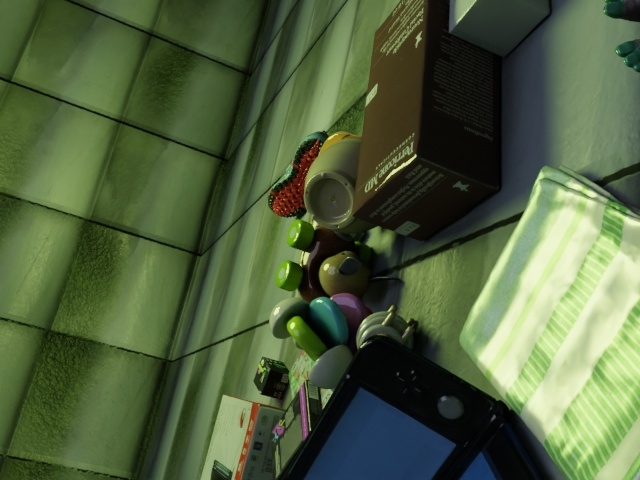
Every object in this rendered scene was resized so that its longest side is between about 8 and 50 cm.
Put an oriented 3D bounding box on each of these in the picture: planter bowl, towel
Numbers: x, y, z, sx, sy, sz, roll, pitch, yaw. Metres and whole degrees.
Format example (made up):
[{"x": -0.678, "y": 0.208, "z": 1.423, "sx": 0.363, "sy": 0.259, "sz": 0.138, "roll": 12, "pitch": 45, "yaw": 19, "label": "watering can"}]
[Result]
[{"x": 0.039, "y": -0.079, "z": 1.055, "sx": 0.109, "sy": 0.162, "sz": 0.162, "roll": -36, "pitch": -20, "yaw": -57, "label": "planter bowl"}, {"x": 0.249, "y": 0.077, "z": 0.613, "sx": 0.325, "sy": 0.038, "sz": 0.247, "roll": -120, "pitch": 50, "yaw": -66, "label": "towel"}]

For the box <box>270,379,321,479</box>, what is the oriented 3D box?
[{"x": -0.045, "y": 0.343, "z": 1.139, "sx": 0.162, "sy": 0.029, "sz": 0.116, "roll": -59, "pitch": 22, "yaw": 29, "label": "box"}]

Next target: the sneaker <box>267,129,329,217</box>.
[{"x": -0.041, "y": -0.168, "z": 1.635, "sx": 0.262, "sy": 0.104, "sz": 0.125, "roll": -53, "pitch": 8, "yaw": 34, "label": "sneaker"}]

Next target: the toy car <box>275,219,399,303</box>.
[{"x": 0.041, "y": 0.043, "z": 1.082, "sx": 0.188, "sy": 0.155, "sz": 0.148, "roll": -5, "pitch": 68, "yaw": 60, "label": "toy car"}]

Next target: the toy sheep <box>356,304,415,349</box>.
[{"x": 0.094, "y": 0.142, "z": 0.927, "sx": 0.132, "sy": 0.091, "sz": 0.091, "roll": -7, "pitch": -62, "yaw": -78, "label": "toy sheep"}]

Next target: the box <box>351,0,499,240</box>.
[{"x": 0.164, "y": -0.214, "z": 0.986, "sx": 0.191, "sy": 0.143, "sz": 0.381, "roll": 138, "pitch": 145, "yaw": -55, "label": "box"}]

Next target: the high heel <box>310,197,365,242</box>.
[{"x": -0.010, "y": -0.007, "z": 1.337, "sx": 0.186, "sy": 0.093, "sz": 0.261, "roll": -58, "pitch": 31, "yaw": 19, "label": "high heel"}]

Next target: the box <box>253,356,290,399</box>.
[{"x": -0.105, "y": 0.297, "z": 1.392, "sx": 0.062, "sy": 0.052, "sz": 0.083, "roll": -70, "pitch": 20, "yaw": 2, "label": "box"}]

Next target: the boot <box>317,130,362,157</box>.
[{"x": 0.064, "y": -0.114, "z": 1.226, "sx": 0.295, "sy": 0.104, "sz": 0.211, "roll": -37, "pitch": 38, "yaw": 53, "label": "boot"}]

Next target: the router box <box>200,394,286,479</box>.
[{"x": -0.176, "y": 0.506, "z": 1.341, "sx": 0.301, "sy": 0.082, "sz": 0.335, "roll": -24, "pitch": 50, "yaw": 66, "label": "router box"}]

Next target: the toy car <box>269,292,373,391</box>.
[{"x": 0.022, "y": 0.146, "z": 1.005, "sx": 0.136, "sy": 0.182, "sz": 0.159, "roll": -45, "pitch": 57, "yaw": 3, "label": "toy car"}]

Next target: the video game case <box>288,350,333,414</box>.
[{"x": -0.004, "y": 0.253, "z": 1.190, "sx": 0.193, "sy": 0.023, "sz": 0.212, "roll": -62, "pitch": 20, "yaw": 25, "label": "video game case"}]

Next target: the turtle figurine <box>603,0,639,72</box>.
[{"x": 0.343, "y": -0.270, "z": 0.559, "sx": 0.234, "sy": 0.118, "sz": 0.175, "roll": 108, "pitch": -175, "yaw": -56, "label": "turtle figurine"}]

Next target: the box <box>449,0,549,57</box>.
[{"x": 0.250, "y": -0.336, "z": 0.908, "sx": 0.102, "sy": 0.101, "sz": 0.087, "roll": 134, "pitch": 149, "yaw": -56, "label": "box"}]

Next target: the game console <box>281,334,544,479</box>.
[{"x": 0.083, "y": 0.297, "z": 0.684, "sx": 0.293, "sy": 0.250, "sz": 0.173, "roll": -63, "pitch": -7, "yaw": 23, "label": "game console"}]
